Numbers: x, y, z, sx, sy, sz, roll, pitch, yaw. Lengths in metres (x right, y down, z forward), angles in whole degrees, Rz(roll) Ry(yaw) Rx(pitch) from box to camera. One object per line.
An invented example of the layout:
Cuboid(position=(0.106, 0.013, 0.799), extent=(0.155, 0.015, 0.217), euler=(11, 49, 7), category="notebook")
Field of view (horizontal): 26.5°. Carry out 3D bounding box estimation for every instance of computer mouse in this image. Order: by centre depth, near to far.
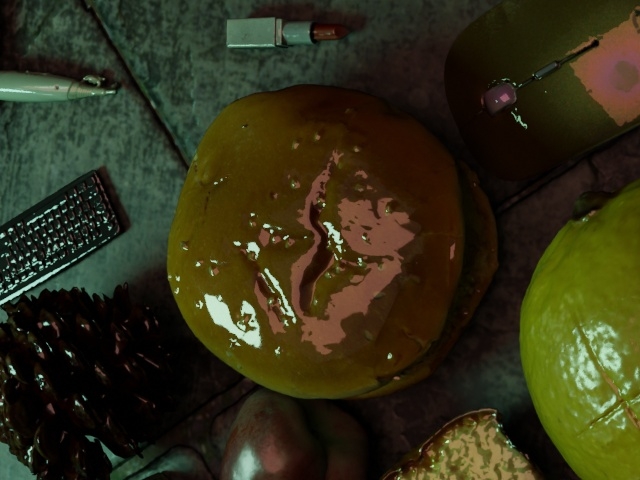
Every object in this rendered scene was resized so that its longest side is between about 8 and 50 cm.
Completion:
Cuboid(position=(0.250, -0.169, 1.204), extent=(0.310, 0.072, 0.158), euler=(-27, 79, 25), category="computer mouse")

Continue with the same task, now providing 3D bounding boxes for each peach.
Cuboid(position=(-0.032, 0.223, 1.324), extent=(0.152, 0.152, 0.152), euler=(1, 93, 26), category="peach")

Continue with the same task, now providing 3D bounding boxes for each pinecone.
Cuboid(position=(-0.242, 0.142, 1.385), extent=(0.222, 0.221, 0.221), euler=(1, 93, 26), category="pinecone")

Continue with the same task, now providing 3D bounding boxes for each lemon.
Cuboid(position=(0.305, 0.088, 1.075), extent=(0.297, 0.297, 0.297), euler=(1, 93, 26), category="lemon")

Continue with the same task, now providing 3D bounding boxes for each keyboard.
Cuboid(position=(-0.327, 0.013, 1.517), extent=(0.251, 0.017, 0.087), euler=(-28, 79, 23), category="keyboard")

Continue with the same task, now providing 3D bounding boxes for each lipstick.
Cuboid(position=(-0.030, -0.208, 1.356), extent=(0.129, 0.030, 0.030), euler=(2, 93, 25), category="lipstick")

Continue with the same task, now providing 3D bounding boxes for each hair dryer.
Cuboid(position=(-0.320, -0.210, 1.488), extent=(0.237, 0.075, 0.206), euler=(16, 93, 16), category="hair dryer")

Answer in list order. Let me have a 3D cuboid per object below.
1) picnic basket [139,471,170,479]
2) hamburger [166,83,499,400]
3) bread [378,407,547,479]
Cuboid(position=(-0.160, 0.357, 1.379), extent=(0.196, 0.154, 0.134), euler=(35, 106, 21), category="picnic basket")
Cuboid(position=(0.000, 0.000, 1.279), extent=(0.314, 0.170, 0.289), euler=(21, 95, 25), category="hamburger")
Cuboid(position=(0.097, 0.268, 1.262), extent=(0.260, 0.134, 0.129), euler=(-44, 84, 5), category="bread")
